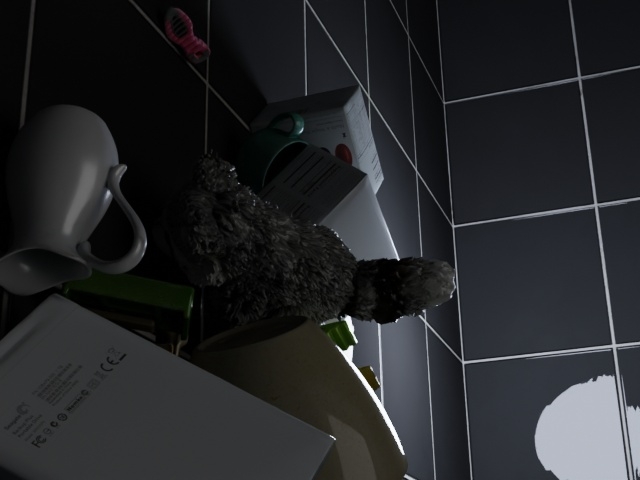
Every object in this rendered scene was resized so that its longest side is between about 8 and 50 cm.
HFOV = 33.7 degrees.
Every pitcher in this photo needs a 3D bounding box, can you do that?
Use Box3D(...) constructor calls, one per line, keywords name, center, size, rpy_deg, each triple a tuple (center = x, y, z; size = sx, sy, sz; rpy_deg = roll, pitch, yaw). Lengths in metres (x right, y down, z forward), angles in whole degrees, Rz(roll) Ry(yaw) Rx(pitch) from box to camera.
Box3D(name="pitcher", center=(-0.274, -0.049, 1.197), size=(0.125, 0.178, 0.207), rpy_deg=(72, 18, -59))

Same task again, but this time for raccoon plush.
Box3D(name="raccoon plush", center=(-0.025, -0.011, 1.561), size=(0.299, 0.447, 0.216), rpy_deg=(86, -11, -57))

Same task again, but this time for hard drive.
Box3D(name="hard drive", center=(-0.187, 0.202, 1.071), size=(0.233, 0.353, 0.047), rpy_deg=(-52, 164, -53))

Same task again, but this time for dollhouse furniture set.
Box3D(name="dollhouse furniture set", center=(-0.254, 0.185, 1.328), size=(0.301, 0.151, 0.197), rpy_deg=(111, -13, -65))

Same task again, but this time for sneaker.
Box3D(name="sneaker", center=(-0.224, -0.343, 1.723), size=(0.119, 0.047, 0.057), rpy_deg=(58, 7, -52))

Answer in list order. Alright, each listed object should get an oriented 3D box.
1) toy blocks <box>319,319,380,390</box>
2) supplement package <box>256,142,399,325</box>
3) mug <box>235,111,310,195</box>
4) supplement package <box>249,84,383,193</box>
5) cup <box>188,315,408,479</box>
Box3D(name="toy blocks", center=(-0.060, 0.260, 1.752), size=(0.381, 0.191, 0.261), rpy_deg=(63, 32, -19))
Box3D(name="supplement package", center=(0.000, 0.000, 1.889), size=(0.204, 0.145, 0.262), rpy_deg=(-46, 144, -17))
Box3D(name="mug", center=(-0.081, -0.147, 1.892), size=(0.157, 0.097, 0.129), rpy_deg=(-53, 144, -9))
Box3D(name="supplement package", center=(-0.004, -0.170, 2.051), size=(0.149, 0.194, 0.203), rpy_deg=(-60, 138, -62))
Box3D(name="cup", center=(-0.068, 0.241, 1.468), size=(0.331, 0.331, 0.236), rpy_deg=(-35, 111, -70))
